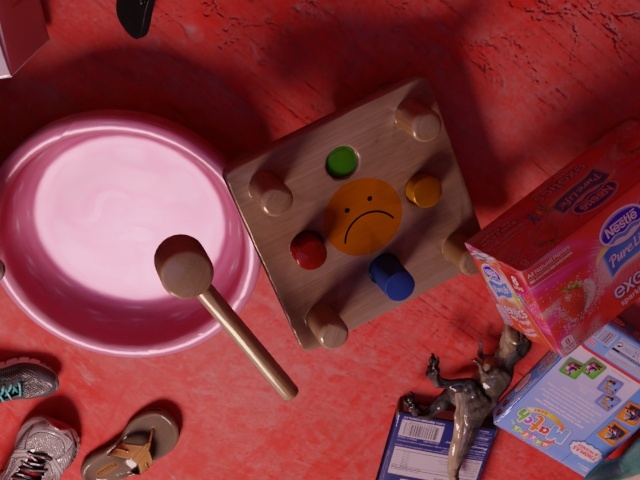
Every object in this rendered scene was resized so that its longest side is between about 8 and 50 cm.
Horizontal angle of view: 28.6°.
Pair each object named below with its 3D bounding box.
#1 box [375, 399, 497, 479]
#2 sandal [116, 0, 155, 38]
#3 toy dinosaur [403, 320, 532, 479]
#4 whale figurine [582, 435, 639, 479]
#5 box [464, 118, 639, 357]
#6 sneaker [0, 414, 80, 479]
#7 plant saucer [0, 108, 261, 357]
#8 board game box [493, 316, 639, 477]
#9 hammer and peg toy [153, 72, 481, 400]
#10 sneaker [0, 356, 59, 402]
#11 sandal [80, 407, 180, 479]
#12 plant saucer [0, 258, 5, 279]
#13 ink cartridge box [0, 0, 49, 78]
[{"bbox_3d":[0.147,0.325,1.723,0.136,0.036,0.225,11,119,-4],"label":"box"},{"bbox_3d":[-0.200,-0.284,1.337,0.067,0.040,0.179,47,143,24],"label":"sandal"},{"bbox_3d":[0.178,0.200,1.609,0.118,0.064,0.268,17,112,-12],"label":"toy dinosaur"},{"bbox_3d":[0.468,0.265,1.620,0.272,0.141,0.216,-21,161,30],"label":"whale figurine"},{"bbox_3d":[0.309,-0.007,1.406,0.256,0.122,0.128,-36,117,-12],"label":"box"},{"bbox_3d":[-0.397,0.331,1.721,0.088,0.093,0.225,25,118,-12],"label":"sneaker"},{"bbox_3d":[-0.232,-0.014,1.512,0.332,0.084,0.332,2,122,3],"label":"plant saucer"},{"bbox_3d":[0.352,0.199,1.637,0.160,0.039,0.211,31,117,-15],"label":"board game box"},{"bbox_3d":[0.000,0.000,1.423,0.361,0.127,0.266,-28,119,-7],"label":"hammer and peg toy"},{"bbox_3d":[-0.428,0.196,1.651,0.166,0.076,0.065,0,122,3],"label":"sneaker"},{"bbox_3d":[-0.260,0.295,1.717,0.180,0.049,0.072,-36,113,22],"label":"sandal"},{"bbox_3d":[-0.533,-0.063,1.397,0.400,0.400,0.101,18,77,-8],"label":"plant saucer"},{"bbox_3d":[-0.420,-0.219,1.349,0.219,0.160,0.093,-9,113,8],"label":"ink cartridge box"}]
